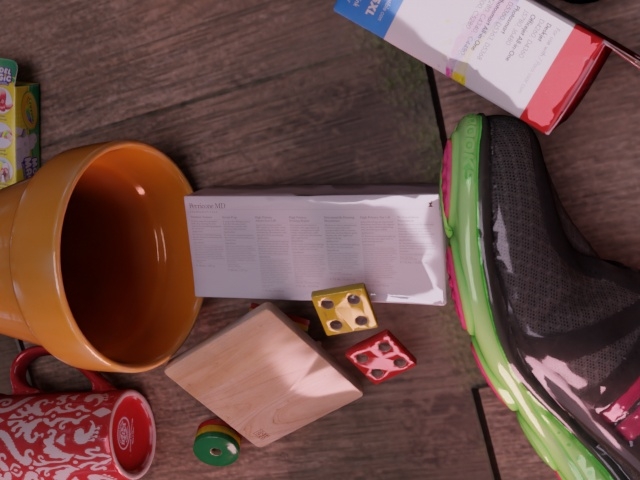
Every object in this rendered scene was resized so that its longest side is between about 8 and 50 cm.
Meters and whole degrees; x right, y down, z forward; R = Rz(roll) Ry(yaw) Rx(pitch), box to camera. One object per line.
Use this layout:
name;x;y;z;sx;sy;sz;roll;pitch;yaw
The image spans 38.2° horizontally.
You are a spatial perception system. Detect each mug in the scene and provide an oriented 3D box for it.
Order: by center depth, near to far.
mug;-0.271;0.190;0.955;0.169;0.113;0.150;-8;101;19

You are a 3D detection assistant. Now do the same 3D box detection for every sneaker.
sneaker;0.247;0.100;0.718;0.202;0.185;0.482;-31;97;11

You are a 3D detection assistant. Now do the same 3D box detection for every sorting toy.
sorting toy;-0.043;0.113;0.855;0.274;0.046;0.132;-32;118;28

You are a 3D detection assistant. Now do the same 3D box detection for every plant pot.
plant pot;-0.239;0.017;0.855;0.188;0.205;0.205;-3;102;29

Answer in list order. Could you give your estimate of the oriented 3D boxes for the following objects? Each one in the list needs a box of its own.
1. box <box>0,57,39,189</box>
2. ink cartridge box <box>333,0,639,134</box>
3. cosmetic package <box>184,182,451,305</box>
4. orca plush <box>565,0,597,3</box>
box;-0.343;-0.100;0.950;0.105;0.043;0.179;10;108;19
ink cartridge box;0.141;-0.151;0.700;0.231;0.134;0.078;33;111;12
cosmetic package;0.000;0.000;0.830;0.239;0.060;0.098;1;106;21
orca plush;0.277;-0.267;0.627;0.287;0.102;0.151;-26;103;16
